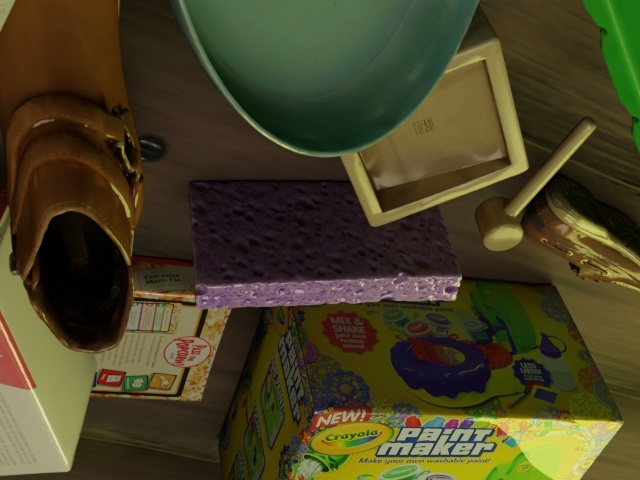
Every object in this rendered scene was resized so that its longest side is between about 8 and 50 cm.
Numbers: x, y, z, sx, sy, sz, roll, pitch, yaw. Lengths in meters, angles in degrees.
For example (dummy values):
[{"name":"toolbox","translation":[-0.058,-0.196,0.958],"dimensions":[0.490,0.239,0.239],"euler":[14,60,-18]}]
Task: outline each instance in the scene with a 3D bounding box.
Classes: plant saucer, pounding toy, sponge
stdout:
[{"name":"plant saucer","translation":[0.013,-0.204,0.498],"dimensions":[0.044,0.317,0.317],"euler":[17,147,33]},{"name":"pounding toy","translation":[0.107,-0.086,0.719],"dimensions":[0.181,0.094,0.206],"euler":[-20,135,6]},{"name":"sponge","translation":[0.000,0.000,0.759],"dimensions":[0.210,0.117,0.031],"euler":[-1,135,-12]}]

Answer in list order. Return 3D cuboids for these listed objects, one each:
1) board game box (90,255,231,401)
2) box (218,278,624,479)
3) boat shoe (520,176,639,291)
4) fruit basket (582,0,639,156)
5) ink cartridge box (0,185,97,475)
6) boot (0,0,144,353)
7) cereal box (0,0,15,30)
[{"name":"board game box","translation":[-0.187,0.079,0.839],"dimensions":[0.194,0.045,0.146],"euler":[7,131,-19]},{"name":"box","translation":[0.076,0.187,0.916],"dimensions":[0.290,0.177,0.279],"euler":[5,130,-18]},{"name":"boat shoe","translation":[0.256,0.006,0.869],"dimensions":[0.178,0.064,0.060],"euler":[29,126,-27]},{"name":"fruit basket","translation":[0.327,-0.248,0.558],"dimensions":[0.392,0.283,0.392],"euler":[-16,113,-44]},{"name":"ink cartridge box","translation":[-0.342,0.080,0.715],"dimensions":[0.283,0.117,0.207],"euler":[-5,130,5]},{"name":"boot","translation":[-0.168,-0.088,0.561],"dimensions":[0.109,0.220,0.283],"euler":[-7,134,-7]},{"name":"cereal box","translation":[-0.192,-0.204,0.469],"dimensions":[0.047,0.173,0.240],"euler":[-10,149,-49]}]
